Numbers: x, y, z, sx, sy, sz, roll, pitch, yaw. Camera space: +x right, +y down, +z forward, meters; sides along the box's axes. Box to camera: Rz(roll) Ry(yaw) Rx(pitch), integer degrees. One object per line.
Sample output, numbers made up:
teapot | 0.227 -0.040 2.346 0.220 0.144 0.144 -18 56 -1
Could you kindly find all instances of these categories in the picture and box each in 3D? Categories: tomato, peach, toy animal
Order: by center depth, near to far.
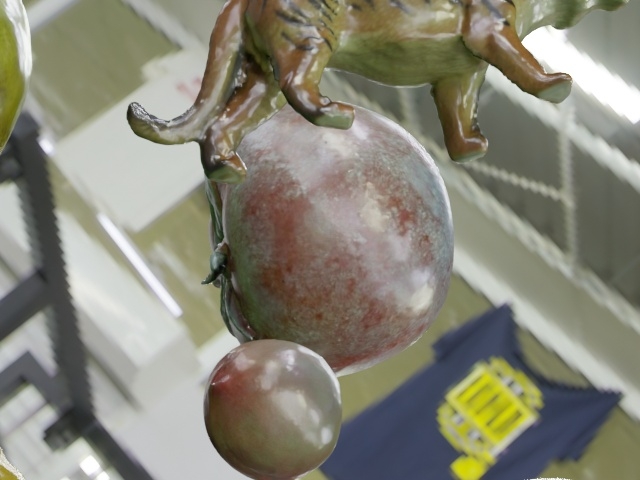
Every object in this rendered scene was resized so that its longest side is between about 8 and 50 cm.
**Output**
toy animal | 0.032 -0.085 0.738 0.057 0.241 0.099 93 -13 -60
peach | -0.028 0.095 0.937 0.083 0.083 0.083 45 -17 18
tomato | 0.000 0.000 1.851 0.317 0.283 0.316 173 -90 -80

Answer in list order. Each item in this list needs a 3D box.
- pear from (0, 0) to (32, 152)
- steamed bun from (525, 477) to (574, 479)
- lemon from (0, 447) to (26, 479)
pear | -0.396 -0.144 1.268 0.375 0.287 0.287 18 -33 36
steamed bun | 0.107 0.238 1.023 0.131 0.228 0.177 41 -25 5
lemon | -0.415 0.332 1.627 0.285 0.316 0.285 17 -35 12
